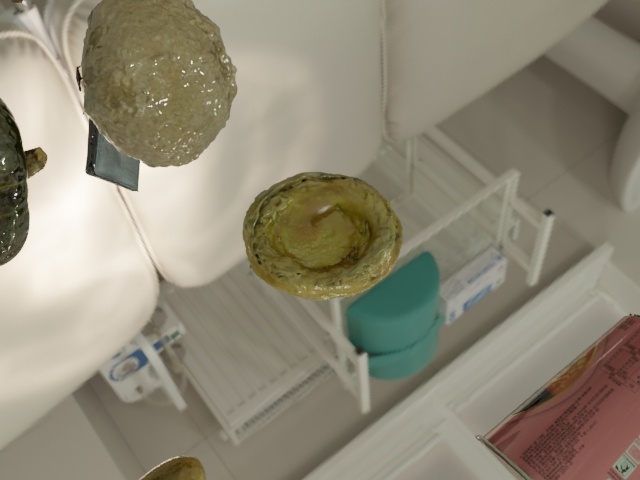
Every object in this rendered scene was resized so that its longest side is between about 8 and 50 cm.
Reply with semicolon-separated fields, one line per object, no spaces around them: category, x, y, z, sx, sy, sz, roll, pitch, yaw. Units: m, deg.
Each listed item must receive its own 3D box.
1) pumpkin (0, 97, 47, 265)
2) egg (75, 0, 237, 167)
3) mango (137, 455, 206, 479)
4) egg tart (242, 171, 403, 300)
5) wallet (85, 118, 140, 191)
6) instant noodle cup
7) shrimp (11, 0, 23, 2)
pumpkin;-0.480;-0.095;1.137;0.189;0.260;0.260;-18;142;-28
egg;-0.282;-0.277;1.397;0.279;0.279;0.311;-23;122;-32
mango;-0.275;0.450;1.252;0.262;0.130;0.167;-49;161;-29
egg tart;0.000;0.000;1.393;0.288;0.288;0.118;-33;147;-18
wallet;-0.537;-0.228;2.119;0.222;0.036;0.168;25;65;-69
instant noodle cup;0.360;0.236;0.994;0.255;0.244;0.244;-46;150;-5
shrimp;-0.557;-0.476;1.530;0.127;0.025;0.091;-16;-171;34
